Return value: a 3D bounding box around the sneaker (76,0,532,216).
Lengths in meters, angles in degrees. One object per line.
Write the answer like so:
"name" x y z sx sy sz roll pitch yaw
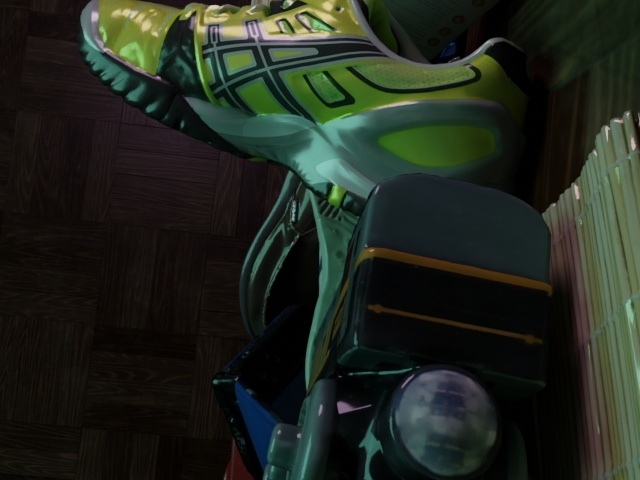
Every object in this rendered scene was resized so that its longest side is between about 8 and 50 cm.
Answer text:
"sneaker" -0.018 -0.130 0.599 0.145 0.385 0.147 -17 -51 -66

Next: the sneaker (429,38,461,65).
"sneaker" 0.110 -0.194 0.773 0.083 0.072 0.190 -34 -46 -78

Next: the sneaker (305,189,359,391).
"sneaker" 0.060 0.054 0.750 0.148 0.131 0.349 40 -132 -70

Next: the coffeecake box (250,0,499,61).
"coffeecake box" 0.045 -0.208 0.642 0.185 0.142 0.068 -35 43 50

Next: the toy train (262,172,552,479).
"toy train" 0.047 0.099 0.496 0.334 0.142 0.190 104 178 -67

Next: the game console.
"game console" 0.016 0.247 0.829 0.250 0.173 0.293 -42 -57 -49

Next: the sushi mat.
"sushi mat" 0.127 0.105 0.353 0.151 0.019 0.316 102 173 -60

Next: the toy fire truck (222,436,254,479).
"toy fire truck" -0.061 0.293 1.003 0.254 0.170 0.302 4 -88 -73

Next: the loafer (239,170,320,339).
"loafer" 0.000 0.000 1.017 0.130 0.134 0.365 37 117 41
